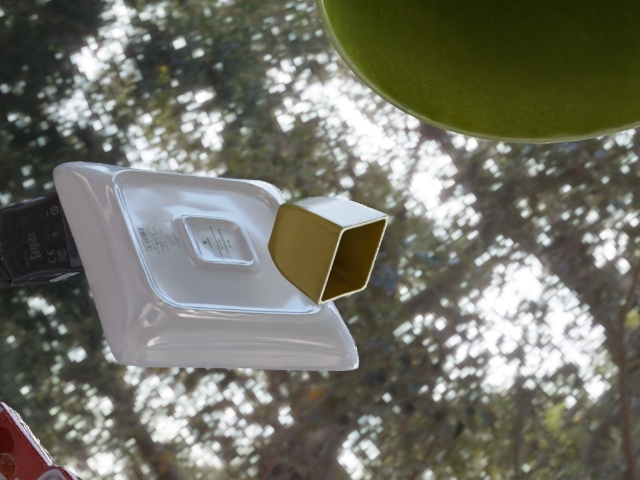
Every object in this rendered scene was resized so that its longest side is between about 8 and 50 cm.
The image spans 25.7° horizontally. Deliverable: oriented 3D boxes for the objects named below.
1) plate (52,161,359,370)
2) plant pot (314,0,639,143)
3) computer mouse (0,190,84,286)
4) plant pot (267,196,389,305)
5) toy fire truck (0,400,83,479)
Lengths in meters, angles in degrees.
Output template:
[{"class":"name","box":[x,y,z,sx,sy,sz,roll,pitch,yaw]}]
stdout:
[{"class":"plate","box":[-0.113,0.015,1.440,0.045,0.278,0.277,-59,-139,35]},{"class":"plant pot","box":[0.132,-0.258,0.846,0.274,0.293,0.275,0,-40,0]},{"class":"computer mouse","box":[-0.326,-0.034,1.581,0.262,0.060,0.184,-19,-98,24]},{"class":"plant pot","box":[0.000,0.000,1.313,0.083,0.081,0.081,30,-64,28]},{"class":"toy fire truck","box":[-0.417,0.321,1.552,0.254,0.302,0.169,40,-12,40]}]
